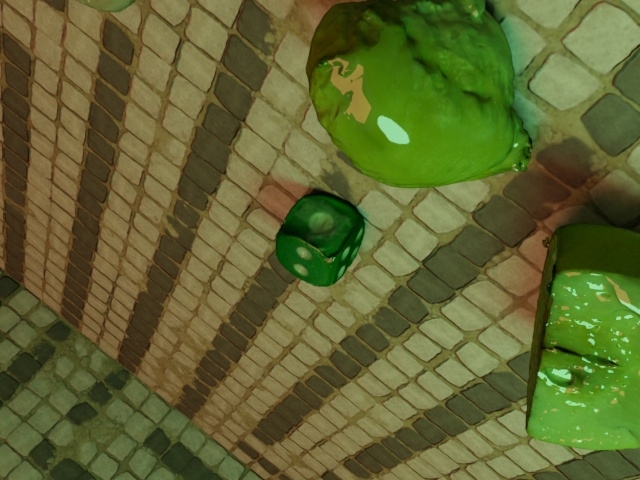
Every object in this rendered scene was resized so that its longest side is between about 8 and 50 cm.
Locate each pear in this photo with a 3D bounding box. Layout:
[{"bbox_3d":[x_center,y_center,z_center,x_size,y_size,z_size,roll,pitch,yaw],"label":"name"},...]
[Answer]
[{"bbox_3d":[0.454,0.130,0.969,0.318,0.238,0.342,10,130,17],"label":"pear"}]

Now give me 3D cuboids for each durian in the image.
[{"bbox_3d":[0.121,-0.185,0.902,0.204,0.340,0.256,21,119,53],"label":"durian"}]

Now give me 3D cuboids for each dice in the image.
[{"bbox_3d":[0.000,0.000,1.287,0.131,0.128,0.120,25,143,16],"label":"dice"}]

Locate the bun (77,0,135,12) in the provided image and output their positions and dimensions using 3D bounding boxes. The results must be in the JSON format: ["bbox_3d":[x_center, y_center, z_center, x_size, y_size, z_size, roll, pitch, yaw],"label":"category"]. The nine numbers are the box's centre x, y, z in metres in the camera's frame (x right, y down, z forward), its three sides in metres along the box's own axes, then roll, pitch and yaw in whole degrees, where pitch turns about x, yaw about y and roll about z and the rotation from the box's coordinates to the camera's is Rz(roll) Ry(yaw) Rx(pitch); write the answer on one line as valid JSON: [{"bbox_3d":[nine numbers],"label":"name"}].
[{"bbox_3d":[-0.346,-0.479,1.081,0.231,0.133,0.231,15,136,15],"label":"bun"}]
